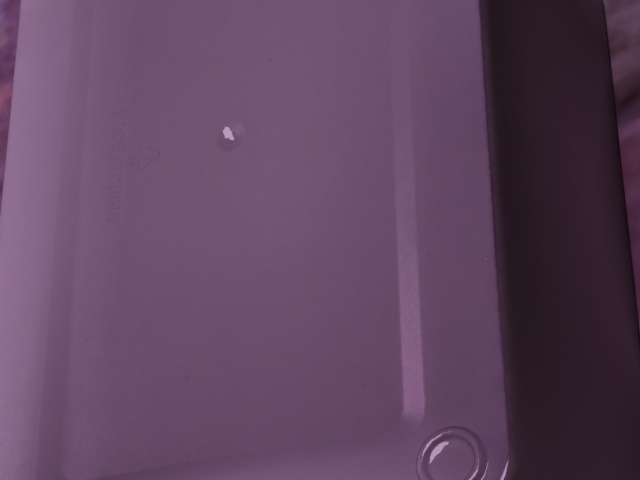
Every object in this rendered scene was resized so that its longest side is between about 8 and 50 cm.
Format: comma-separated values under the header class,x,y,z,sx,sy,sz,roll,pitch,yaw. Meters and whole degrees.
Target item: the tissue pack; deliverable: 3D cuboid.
class,x,y,z,sx,sy,sz,roll,pitch,yaw
tissue pack,0.001,0.000,0.491,0.159,0.136,0.246,-12,60,22
